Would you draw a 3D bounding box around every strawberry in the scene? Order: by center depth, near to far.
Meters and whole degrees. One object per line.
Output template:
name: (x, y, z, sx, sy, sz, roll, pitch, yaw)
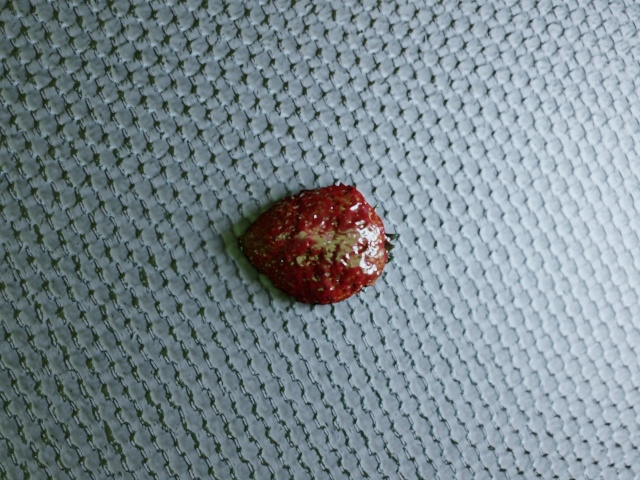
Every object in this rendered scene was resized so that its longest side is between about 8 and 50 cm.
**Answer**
strawberry: (0.000, 0.000, 1.595, 0.187, 0.082, 0.146, 2, 81, -17)
